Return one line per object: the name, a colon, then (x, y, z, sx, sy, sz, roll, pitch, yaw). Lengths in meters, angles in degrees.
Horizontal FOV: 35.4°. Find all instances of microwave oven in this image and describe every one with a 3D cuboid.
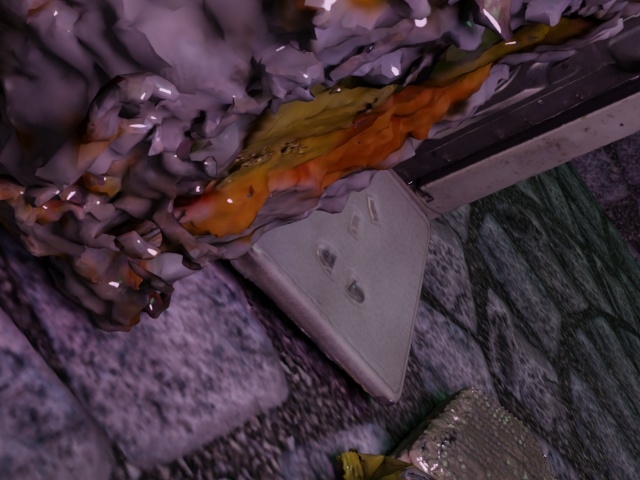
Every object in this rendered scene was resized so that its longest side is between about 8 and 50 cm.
microwave oven: (0.131, -0.219, 0.862, 0.333, 0.394, 0.247, 47, 44, -21)

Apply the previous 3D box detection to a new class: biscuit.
biscuit: (0.133, 0.197, 0.801, 0.147, 0.046, 0.250, 59, 22, 7)

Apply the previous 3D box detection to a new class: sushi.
sushi: (0.004, -0.116, 0.497, 0.176, 0.417, 0.417, 59, 22, 0)

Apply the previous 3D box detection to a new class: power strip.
power strip: (0.000, 0.000, 0.772, 0.198, 0.064, 0.213, 47, 37, -28)

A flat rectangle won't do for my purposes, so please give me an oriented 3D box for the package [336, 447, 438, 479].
package: (0.080, 0.210, 0.572, 0.226, 0.090, 0.168, 35, 19, 13)
